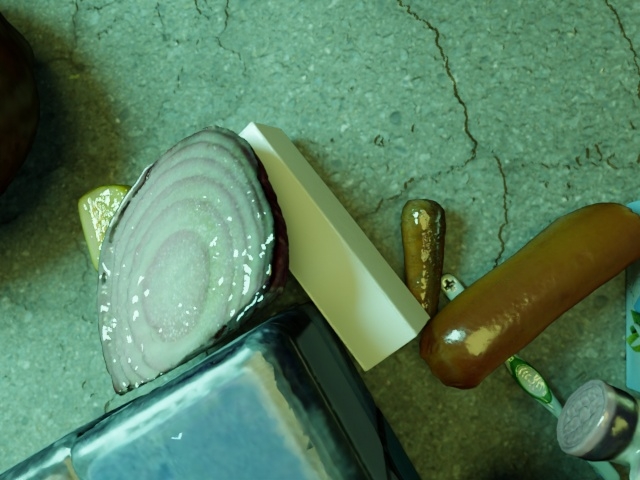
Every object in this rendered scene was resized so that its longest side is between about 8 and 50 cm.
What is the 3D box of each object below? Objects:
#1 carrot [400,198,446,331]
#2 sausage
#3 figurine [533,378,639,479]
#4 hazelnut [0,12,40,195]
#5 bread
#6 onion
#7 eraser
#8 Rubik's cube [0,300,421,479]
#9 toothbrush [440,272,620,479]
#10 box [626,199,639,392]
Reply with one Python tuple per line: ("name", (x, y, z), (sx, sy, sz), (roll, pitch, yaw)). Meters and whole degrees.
("carrot", (0.125, 0.030, 0.573), (0.055, 0.055, 0.161), (-1, 90, 4))
("sausage", (0.242, 0.055, 0.536), (0.300, 0.083, 0.089), (-36, 82, -8))
("figurine", (0.271, 0.330, 0.413), (0.211, 0.253, 0.361), (21, 115, -15))
("hazelnut", (-0.522, -0.158, 0.491), (0.421, 0.353, 0.421), (0, 60, -1))
("bread", (-0.253, -0.013, 0.598), (0.082, 0.056, 0.115), (-18, 89, 6))
("onion", (-0.126, 0.015, 0.516), (0.250, 0.111, 0.247), (-34, 57, 23))
("eraser", (0.000, 0.000, 0.552), (0.076, 0.078, 0.298), (-42, 80, 22))
("Rubik's cube", (-0.075, 0.266, 0.435), (0.313, 0.318, 0.316), (-30, 83, 2))
("toothbrush", (0.246, 0.160, 0.565), (0.030, 0.030, 0.304), (-38, 83, 0))
("box", (0.408, 0.062, 0.506), (0.083, 0.142, 0.232), (1, 86, 4))
